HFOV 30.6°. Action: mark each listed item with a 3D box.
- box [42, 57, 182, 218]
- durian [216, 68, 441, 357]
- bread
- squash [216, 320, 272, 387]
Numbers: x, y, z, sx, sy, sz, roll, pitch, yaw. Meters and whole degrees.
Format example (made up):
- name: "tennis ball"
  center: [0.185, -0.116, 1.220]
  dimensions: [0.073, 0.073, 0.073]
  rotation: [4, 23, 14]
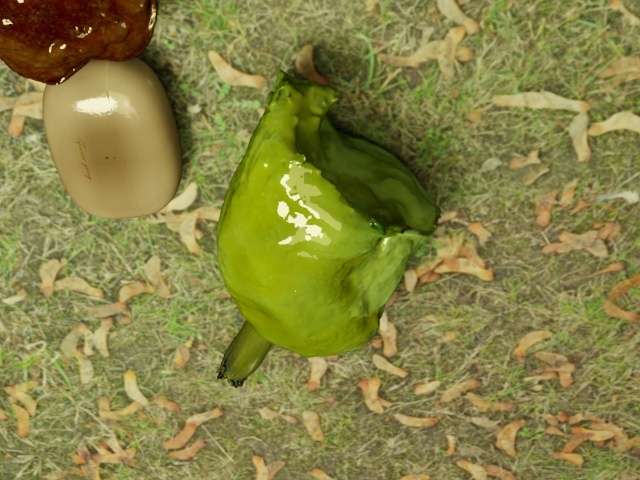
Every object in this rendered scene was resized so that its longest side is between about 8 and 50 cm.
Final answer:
- name: "box"
  center: [-0.232, -0.115, 1.313]
  dimensions: [0.146, 0.088, 0.200]
  rotation: [-4, 125, 7]
- name: "durian"
  center: [0.000, 0.000, 1.320]
  dimensions: [0.256, 0.204, 0.339]
  rotation: [15, 122, -23]
- name: "bread"
  center: [-0.270, -0.270, 1.179]
  dimensions: [0.232, 0.135, 0.247]
  rotation: [39, 117, -22]
- name: "squash"
  center: [-0.086, 0.127, 1.502]
  dimensions: [0.052, 0.052, 0.183]
  rotation: [24, 125, -14]
